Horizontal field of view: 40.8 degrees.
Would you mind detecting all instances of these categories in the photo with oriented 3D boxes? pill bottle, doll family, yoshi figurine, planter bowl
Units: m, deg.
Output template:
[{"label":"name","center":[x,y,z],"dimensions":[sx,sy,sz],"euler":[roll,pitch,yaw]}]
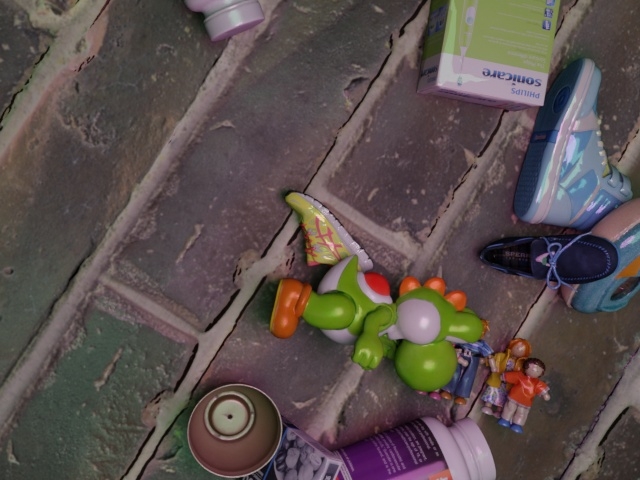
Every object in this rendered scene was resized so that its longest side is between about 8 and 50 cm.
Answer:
[{"label":"pill bottle","center":[0.141,0.430,1.538],"dimensions":[0.322,0.181,0.182],"euler":[-19,97,-9]},{"label":"pill bottle","center":[-0.185,-0.469,1.442],"dimensions":[0.136,0.136,0.246],"euler":[-23,98,-9]},{"label":"doll family","center":[0.301,0.233,1.610],"dimensions":[0.262,0.118,0.163],"euler":[20,96,6]},{"label":"yoshi figurine","center":[0.094,0.170,1.491],"dimensions":[0.361,0.203,0.204],"euler":[8,47,0]},{"label":"planter bowl","center":[-0.154,0.320,1.509],"dimensions":[0.161,0.109,0.162],"euler":[-1,94,-11]}]

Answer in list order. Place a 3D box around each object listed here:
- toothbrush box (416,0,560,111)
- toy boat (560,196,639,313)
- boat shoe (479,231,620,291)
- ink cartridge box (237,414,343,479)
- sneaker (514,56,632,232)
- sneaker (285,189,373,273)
[{"label":"toothbrush box","center":[0.308,-0.394,1.554],"dimensions":[0.206,0.122,0.284],"euler":[8,91,-12]},{"label":"toy boat","center":[0.612,0.031,1.595],"dimensions":[0.318,0.268,0.148],"euler":[-12,51,-28]},{"label":"boat shoe","center":[0.400,0.042,1.531],"dimensions":[0.089,0.258,0.109],"euler":[-8,90,-42]},{"label":"ink cartridge box","center":[-0.068,0.431,1.486],"dimensions":[0.045,0.206,0.208],"euler":[23,89,-35]},{"label":"sneaker","center":[0.505,-0.165,1.609],"dimensions":[0.208,0.127,0.319],"euler":[16,100,-10]},{"label":"sneaker","center":[0.000,0.000,1.537],"dimensions":[0.094,0.081,0.208],"euler":[-43,101,-4]}]
